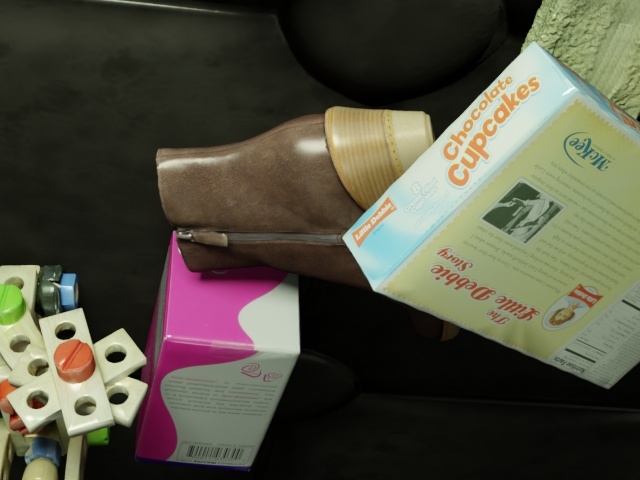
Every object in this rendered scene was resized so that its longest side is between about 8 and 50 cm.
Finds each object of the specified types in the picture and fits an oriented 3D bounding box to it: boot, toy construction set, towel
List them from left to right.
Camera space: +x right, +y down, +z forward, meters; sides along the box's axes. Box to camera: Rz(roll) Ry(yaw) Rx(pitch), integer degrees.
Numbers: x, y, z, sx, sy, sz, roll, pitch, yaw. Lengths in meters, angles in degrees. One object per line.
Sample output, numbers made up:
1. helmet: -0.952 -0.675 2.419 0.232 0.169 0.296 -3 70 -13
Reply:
1. toy construction set: -0.241 0.147 0.984 0.151 0.215 0.327 8 142 -15
2. boot: 0.000 0.000 0.909 0.207 0.090 0.248 -9 135 9
3. towel: 0.190 -0.123 0.801 0.110 0.027 0.148 7 143 -11

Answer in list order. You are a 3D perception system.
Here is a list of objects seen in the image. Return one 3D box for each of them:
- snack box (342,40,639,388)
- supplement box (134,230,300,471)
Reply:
1. snack box: 0.188 0.000 0.854 0.187 0.060 0.322 -46 138 19
2. supplement box: -0.094 0.103 1.019 0.111 0.113 0.220 8 144 -12
